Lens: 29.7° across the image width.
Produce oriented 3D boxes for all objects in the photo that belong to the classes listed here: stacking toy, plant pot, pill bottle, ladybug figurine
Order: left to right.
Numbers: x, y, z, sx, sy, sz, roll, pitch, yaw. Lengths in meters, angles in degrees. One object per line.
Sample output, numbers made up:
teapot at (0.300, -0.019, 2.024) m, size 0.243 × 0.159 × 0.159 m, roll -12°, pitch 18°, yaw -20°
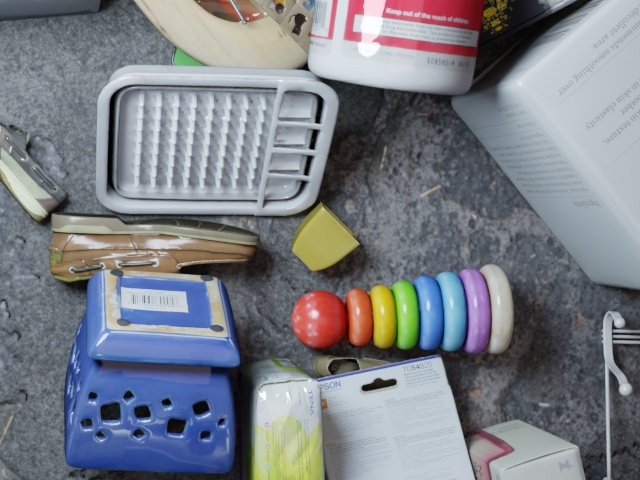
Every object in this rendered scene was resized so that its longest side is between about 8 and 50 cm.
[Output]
plant pot at (-0.232, 0.171, 1.687) m, size 0.236 × 0.236 × 0.212 m, roll 5°, pitch 118°, yaw -13°
ladybug figurine at (-0.157, -0.437, 1.746) m, size 0.305 × 0.162 × 0.449 m, roll -32°, pitch 98°, yaw -10°
plant pot at (0.000, 0.000, 1.843) m, size 0.083 × 0.081 × 0.081 m, roll -44°, pitch 100°, yaw 5°
stacking toy at (0.120, 0.111, 1.847) m, size 0.330 × 0.141 × 0.141 m, roll -2°, pitch 92°, yaw -7°
pill bottle at (0.118, -0.409, 1.611) m, size 0.229 × 0.229 × 0.407 m, roll 6°, pitch 101°, yaw -12°

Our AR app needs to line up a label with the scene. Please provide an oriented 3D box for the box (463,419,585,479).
box at (0.303, 0.375, 1.835) m, size 0.127 × 0.232 × 0.148 m, roll -14°, pitch 94°, yaw -11°

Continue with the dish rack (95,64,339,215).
dish rack at (-0.155, -0.151, 1.740) m, size 0.333 × 0.285 × 0.072 m, roll 0°, pitch 52°, yaw -12°

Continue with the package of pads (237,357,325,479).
package of pads at (-0.060, 0.332, 1.763) m, size 0.101 × 0.229 × 0.296 m, roll -3°, pitch 92°, yaw -11°

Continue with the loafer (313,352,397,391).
loafer at (0.063, 0.209, 1.874) m, size 0.148 × 0.050 × 0.056 m, roll 7°, pitch 90°, yaw -11°

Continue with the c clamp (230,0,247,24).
c clamp at (-0.083, -0.398, 1.672) m, size 0.161 × 0.022 × 0.137 m, roll -37°, pitch 94°, yaw -8°

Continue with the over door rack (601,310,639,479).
over door rack at (0.574, 0.281, 1.951) m, size 0.239 × 0.108 × 0.324 m, roll 3°, pitch 91°, yaw -11°

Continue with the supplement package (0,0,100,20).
supplement package at (-0.419, -0.454, 1.679) m, size 0.198 × 0.199 × 0.262 m, roll -7°, pitch 93°, yaw -12°

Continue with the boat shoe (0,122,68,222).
boat shoe at (-0.452, -0.132, 1.749) m, size 0.073 × 0.080 × 0.223 m, roll -37°, pitch 104°, yaw -14°

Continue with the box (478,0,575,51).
box at (0.172, -0.466, 1.770) m, size 0.318 × 0.097 × 0.395 m, roll -24°, pitch 98°, yaw 28°

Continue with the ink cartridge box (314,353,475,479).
ink cartridge box at (0.106, 0.303, 1.832) m, size 0.223 × 0.045 × 0.224 m, roll -10°, pitch 73°, yaw -11°

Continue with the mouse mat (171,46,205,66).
mouse mat at (-0.134, -0.334, 1.840) m, size 0.153 × 0.007 × 0.189 m, roll 15°, pitch 88°, yaw -12°

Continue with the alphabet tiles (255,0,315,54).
alphabet tiles at (0.022, -0.357, 1.708) m, size 0.237 × 0.009 × 0.198 m, roll 41°, pitch 79°, yaw -35°

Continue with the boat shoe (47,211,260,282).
boat shoe at (-0.245, 0.020, 1.785) m, size 0.307 × 0.111 × 0.104 m, roll 4°, pitch 95°, yaw -2°

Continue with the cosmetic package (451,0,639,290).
cosmetic package at (0.470, -0.171, 1.804) m, size 0.329 × 0.327 × 0.393 m, roll -40°, pitch 98°, yaw -7°
